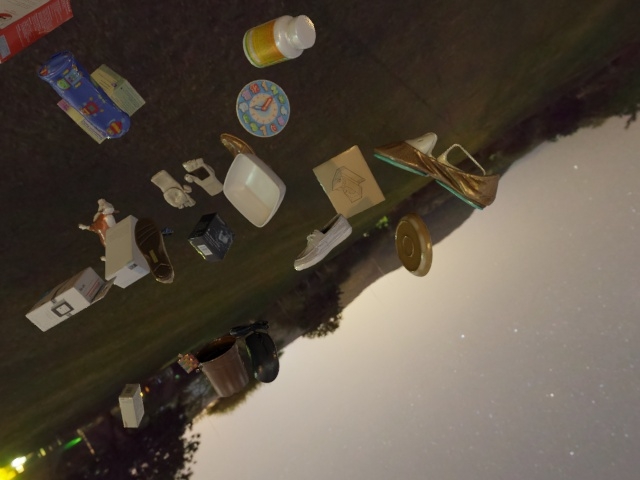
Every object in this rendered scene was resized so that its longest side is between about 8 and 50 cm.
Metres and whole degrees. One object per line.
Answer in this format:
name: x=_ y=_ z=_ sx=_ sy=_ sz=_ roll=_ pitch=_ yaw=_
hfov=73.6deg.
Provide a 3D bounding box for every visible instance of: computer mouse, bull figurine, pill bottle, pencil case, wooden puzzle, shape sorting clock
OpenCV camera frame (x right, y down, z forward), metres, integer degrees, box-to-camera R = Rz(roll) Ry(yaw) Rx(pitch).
computer mouse: x=-0.249 y=0.450 z=1.763 sx=0.189 sy=0.272 sz=0.072 roll=-7 pitch=146 yaw=-35
bull figurine: x=-0.949 y=-0.033 z=1.907 sx=0.189 sy=0.310 sz=0.101 roll=-4 pitch=-152 yaw=27
pill bottle: x=-0.141 y=-0.695 z=1.487 sx=0.246 sy=0.136 sz=0.136 roll=4 pitch=-159 yaw=40
pencil case: x=-0.761 y=-0.470 z=1.404 sx=0.119 sy=0.133 sz=0.306 roll=-26 pitch=148 yaw=4
wooden puzzle: x=-0.398 y=0.370 z=1.297 sx=0.049 sy=0.083 sz=0.006 roll=-38 pitch=-172 yaw=6
shape sorting clock: x=-0.212 y=-0.492 z=1.598 sx=0.206 sy=0.206 sz=0.040 roll=-32 pitch=-161 yaw=-14

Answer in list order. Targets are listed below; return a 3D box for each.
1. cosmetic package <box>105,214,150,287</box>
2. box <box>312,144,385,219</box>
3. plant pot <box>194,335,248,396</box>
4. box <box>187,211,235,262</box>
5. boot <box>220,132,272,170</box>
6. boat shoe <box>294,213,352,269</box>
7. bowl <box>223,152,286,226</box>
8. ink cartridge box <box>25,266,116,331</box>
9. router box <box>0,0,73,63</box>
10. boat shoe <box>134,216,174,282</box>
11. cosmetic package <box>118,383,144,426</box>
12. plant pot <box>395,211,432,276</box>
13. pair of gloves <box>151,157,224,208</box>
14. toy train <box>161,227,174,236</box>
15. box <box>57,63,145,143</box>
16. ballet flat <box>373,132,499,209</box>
cosmetic package: x=-0.655 y=0.035 z=1.449 sx=0.117 sy=0.231 sz=0.085 roll=-30 pitch=141 yaw=9
box: x=0.093 y=-0.184 z=1.396 sx=0.165 sy=0.201 sz=0.021 roll=-27 pitch=-168 yaw=16
plant pot: x=-0.347 y=0.459 z=1.543 sx=0.167 sy=0.165 sz=0.167 roll=-20 pitch=-166 yaw=5
box: x=-0.482 y=-0.014 z=1.906 sx=0.093 sy=0.156 sz=0.158 roll=-10 pitch=-138 yaw=29
boot: x=-0.389 y=-0.410 z=2.129 sx=0.115 sy=0.305 sz=0.112 roll=-54 pitch=-169 yaw=-26
boat shoe: x=0.000 y=0.000 z=1.045 sx=0.184 sy=0.063 sz=0.066 roll=-37 pitch=-160 yaw=-18
bowl: x=-0.143 y=-0.117 z=0.969 sx=0.053 sy=0.142 sz=0.142 roll=-36 pitch=167 yaw=-48
ink cartridge box: x=-0.602 y=0.132 z=1.041 sx=0.180 sy=0.060 sz=0.104 roll=-29 pitch=-155 yaw=7
router box: x=-0.954 y=-0.667 z=1.204 sx=0.082 sy=0.336 sz=0.301 roll=112 pitch=0 yaw=-54
boat shoe: x=-0.442 y=0.031 z=1.142 sx=0.068 sy=0.189 sz=0.072 roll=-21 pitch=164 yaw=-11
cosmetic package: x=-0.551 y=0.482 z=1.249 sx=0.041 sy=0.115 sz=0.060 roll=2 pitch=-158 yaw=-3
plant pot: x=0.324 y=0.018 z=1.530 sx=0.033 sy=0.236 sz=0.236 roll=-10 pitch=168 yaw=-15
pair of gloves: x=-0.544 y=-0.229 z=1.765 sx=0.240 sy=0.042 sz=0.204 roll=-23 pitch=136 yaw=4
toy train: x=-0.630 y=-0.027 z=1.619 sx=0.027 sy=0.036 sz=0.158 roll=5 pitch=-172 yaw=41
box: x=-0.849 y=-0.533 z=1.660 sx=0.243 sy=0.214 sz=0.117 roll=-47 pitch=148 yaw=-10
ballet flat: x=0.313 y=-0.207 z=1.132 sx=0.124 sy=0.342 sz=0.116 roll=-64 pitch=164 yaw=17
